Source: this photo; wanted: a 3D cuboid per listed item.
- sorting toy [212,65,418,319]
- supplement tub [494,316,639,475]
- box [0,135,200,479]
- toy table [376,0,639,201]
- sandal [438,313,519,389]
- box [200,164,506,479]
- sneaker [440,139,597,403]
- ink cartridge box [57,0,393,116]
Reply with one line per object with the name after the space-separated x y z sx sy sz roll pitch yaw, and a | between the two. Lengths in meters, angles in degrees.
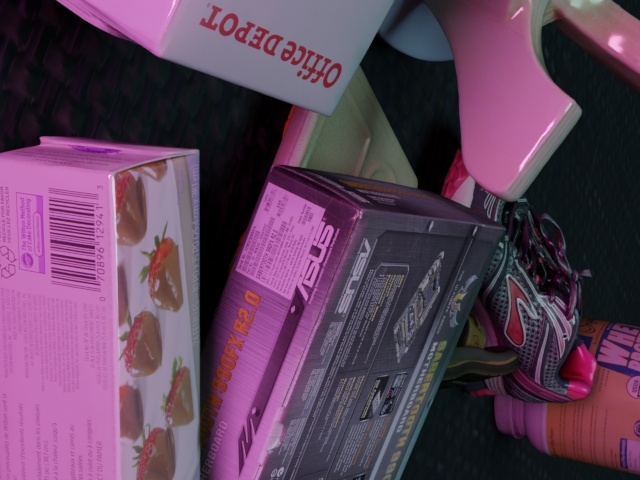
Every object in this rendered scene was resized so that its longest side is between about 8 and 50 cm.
0.000 0.000 0.676 0.208 0.038 0.193 61 45 -58 | sorting toy
0.287 0.153 1.115 0.144 0.199 0.144 -31 125 -59 | supplement tub
-0.093 0.118 0.482 0.063 0.067 0.324 -26 120 -60 | box
0.129 -0.167 0.667 0.274 0.161 0.252 3 122 -57 | toy table
0.083 0.081 0.836 0.219 0.090 0.060 9 67 -57 | sandal
0.002 0.082 0.598 0.183 0.056 0.231 2 112 -61 | box
0.164 0.023 0.927 0.121 0.112 0.299 -63 148 -34 | sneaker
-0.029 -0.154 0.399 0.176 0.127 0.128 -61 155 9 | ink cartridge box
